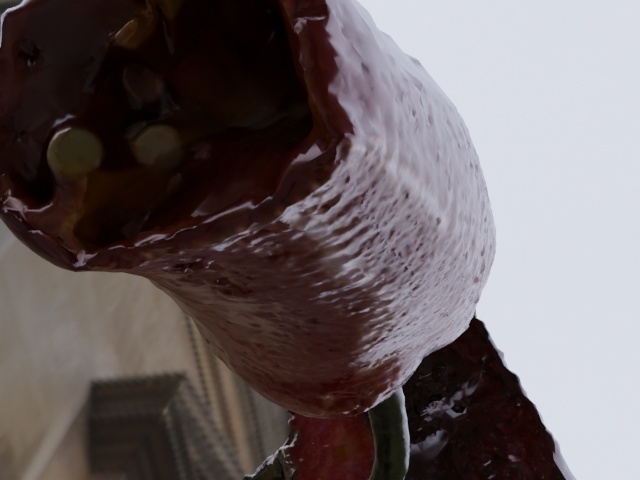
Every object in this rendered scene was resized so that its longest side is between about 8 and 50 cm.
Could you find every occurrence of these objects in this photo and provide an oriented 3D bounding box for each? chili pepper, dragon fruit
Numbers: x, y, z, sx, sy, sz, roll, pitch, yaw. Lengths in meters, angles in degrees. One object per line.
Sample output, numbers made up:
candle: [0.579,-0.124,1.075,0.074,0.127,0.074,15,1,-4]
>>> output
chili pepper: [0.003,-0.004,0.674,0.134,0.338,0.131,-24,-116,11]
dragon fruit: [0.048,0.150,1.166,0.211,0.262,0.134,-19,-31,-16]
